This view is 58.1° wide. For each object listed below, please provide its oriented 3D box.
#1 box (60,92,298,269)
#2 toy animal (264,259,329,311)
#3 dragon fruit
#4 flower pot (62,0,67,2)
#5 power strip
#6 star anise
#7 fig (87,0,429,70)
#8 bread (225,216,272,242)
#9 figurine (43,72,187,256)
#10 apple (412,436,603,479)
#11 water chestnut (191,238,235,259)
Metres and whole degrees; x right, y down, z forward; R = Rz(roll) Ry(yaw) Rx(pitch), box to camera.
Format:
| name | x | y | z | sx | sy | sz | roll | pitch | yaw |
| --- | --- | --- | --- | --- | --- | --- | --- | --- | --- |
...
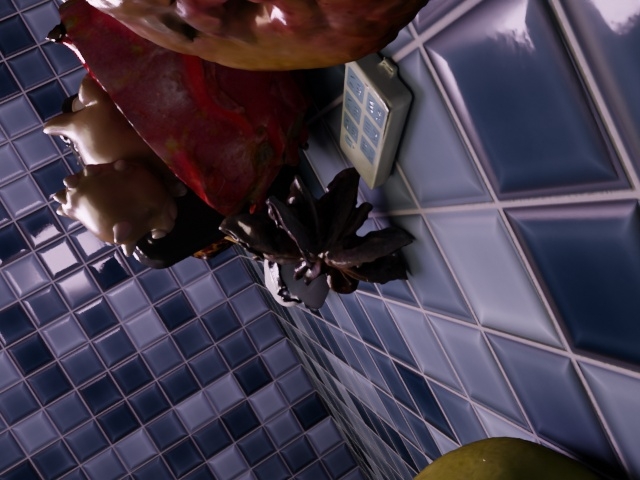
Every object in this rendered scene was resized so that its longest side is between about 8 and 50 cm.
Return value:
| name | x | y | z | sx | sy | sz | roll | pitch | yaw |
| --- | --- | --- | --- | --- | --- | --- | --- | --- | --- |
| box | -0.251 | -0.160 | 1.059 | 0.359 | 0.350 | 0.091 | 57 | 153 | 5 |
| toy animal | -0.071 | 0.098 | 1.412 | 0.179 | 0.138 | 0.166 | 158 | 98 | -72 |
| dragon fruit | -0.160 | -0.232 | 0.811 | 0.386 | 0.249 | 0.371 | 56 | -177 | 32 |
| flower pot | -0.392 | -0.525 | 0.976 | 0.239 | 0.189 | 0.209 | 57 | -157 | 7 |
| power strip | 0.057 | -0.132 | 0.655 | 0.081 | 0.035 | 0.192 | 55 | 166 | 18 |
| star anise | 0.004 | -0.001 | 0.809 | 0.282 | 0.129 | 0.212 | 19 | 142 | -9 |
| fig | -0.037 | -0.303 | 0.340 | 0.286 | 0.286 | 0.369 | -165 | 77 | -72 |
| bread | -0.144 | -0.056 | 1.217 | 0.241 | 0.107 | 0.136 | 26 | -160 | -36 |
| figurine | -0.322 | -0.099 | 0.859 | 0.247 | 0.173 | 0.177 | 53 | 159 | -17 |
| apple | 0.210 | 0.363 | 0.621 | 0.292 | 0.292 | 0.254 | 52 | 142 | 31 |
| water chestnut | -0.300 | -0.086 | 1.689 | 0.300 | 0.300 | 0.300 | 55 | 166 | 20 |
